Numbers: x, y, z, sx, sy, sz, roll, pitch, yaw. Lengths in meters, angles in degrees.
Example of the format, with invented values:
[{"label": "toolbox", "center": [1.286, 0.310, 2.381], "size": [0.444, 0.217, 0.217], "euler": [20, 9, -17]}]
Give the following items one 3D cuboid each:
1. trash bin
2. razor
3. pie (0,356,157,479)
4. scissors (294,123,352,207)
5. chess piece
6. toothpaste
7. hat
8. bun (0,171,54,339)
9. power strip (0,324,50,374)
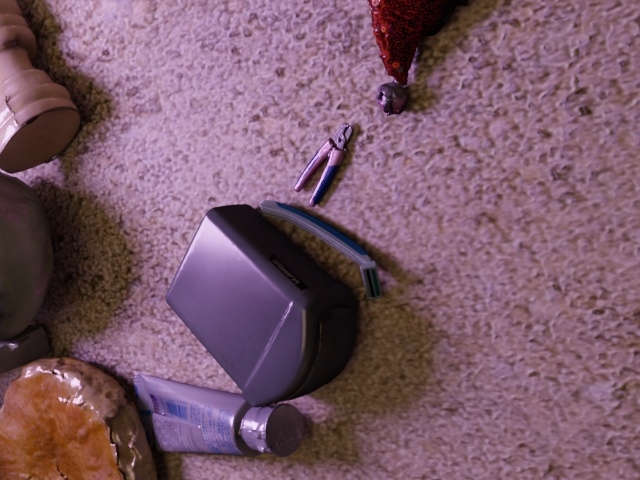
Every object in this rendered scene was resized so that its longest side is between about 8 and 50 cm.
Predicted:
[{"label": "trash bin", "center": [-0.069, 0.085, 1.282], "size": [0.236, 0.101, 0.177], "euler": [44, 121, 26]}, {"label": "razor", "center": [0.003, -0.002, 1.252], "size": [0.191, 0.037, 0.068], "euler": [35, 156, 31]}, {"label": "pie", "center": [-0.370, 0.327, 1.543], "size": [0.339, 0.083, 0.340], "euler": [7, 102, 37]}, {"label": "scissors", "center": [0.007, -0.092, 1.248], "size": [0.039, 0.012, 0.113], "euler": [46, 120, 21]}, {"label": "chess piece", "center": [-0.462, -0.264, 1.512], "size": [0.307, 0.124, 0.139], "euler": [61, 157, 17]}, {"label": "toothpaste", "center": [-0.148, 0.238, 1.386], "size": [0.299, 0.073, 0.114], "euler": [-3, 100, 45]}, {"label": "hat", "center": [0.091, -0.241, 1.125], "size": [0.140, 0.129, 0.227], "euler": [6, 120, 13]}, {"label": "bun", "center": [-0.482, 0.002, 1.532], "size": [0.283, 0.179, 0.283], "euler": [24, 131, 31]}, {"label": "power strip", "center": [-0.540, 0.162, 1.619], "size": [0.270, 0.118, 0.046], "euler": [2, 110, 36]}]
